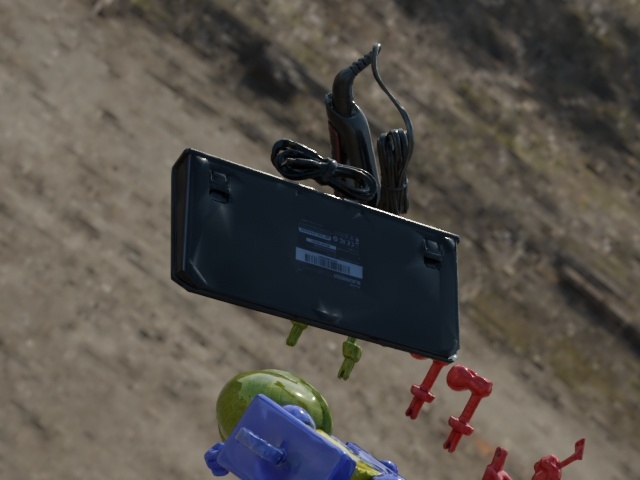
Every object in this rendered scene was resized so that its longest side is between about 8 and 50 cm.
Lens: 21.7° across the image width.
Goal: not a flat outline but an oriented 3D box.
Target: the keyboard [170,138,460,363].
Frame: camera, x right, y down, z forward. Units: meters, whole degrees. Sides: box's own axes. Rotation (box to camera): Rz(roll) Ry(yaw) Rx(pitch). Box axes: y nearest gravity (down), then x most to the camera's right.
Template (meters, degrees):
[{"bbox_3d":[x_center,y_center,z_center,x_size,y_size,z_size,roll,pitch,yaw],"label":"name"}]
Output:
[{"bbox_3d":[0.000,0.000,0.896,0.180,0.023,0.108,18,59,-31],"label":"keyboard"}]

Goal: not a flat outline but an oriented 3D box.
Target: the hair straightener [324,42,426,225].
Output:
[{"bbox_3d":[0.049,-0.026,1.154,0.089,0.230,0.047,19,34,33],"label":"hair straightener"}]

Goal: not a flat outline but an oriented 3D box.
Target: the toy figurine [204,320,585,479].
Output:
[{"bbox_3d":[0.000,0.147,1.327,0.362,0.191,0.217,33,7,40],"label":"toy figurine"}]
